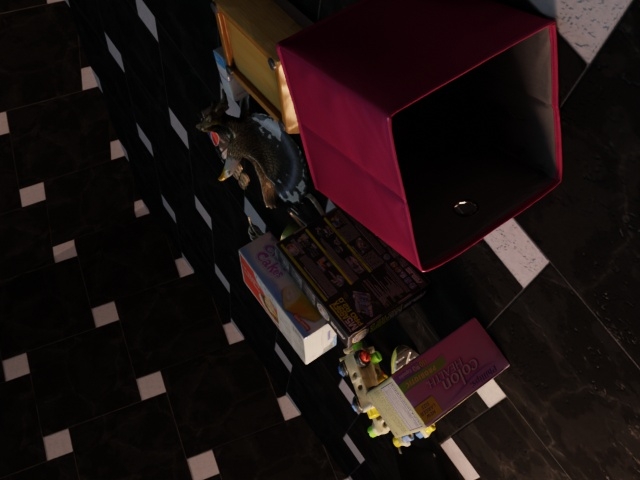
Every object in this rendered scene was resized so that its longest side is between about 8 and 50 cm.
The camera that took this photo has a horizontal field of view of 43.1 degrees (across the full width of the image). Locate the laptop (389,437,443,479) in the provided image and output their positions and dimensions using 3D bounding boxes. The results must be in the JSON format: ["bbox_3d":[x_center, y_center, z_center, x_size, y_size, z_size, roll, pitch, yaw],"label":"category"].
[{"bbox_3d":[0.268,0.687,2.148,0.234,0.137,0.264,-103,10,-48],"label":"laptop"}]

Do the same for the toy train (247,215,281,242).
[{"bbox_3d":[-0.178,0.009,2.521,0.248,0.105,0.143,66,175,-22],"label":"toy train"}]

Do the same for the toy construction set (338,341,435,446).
[{"bbox_3d":[0.154,0.385,2.141,0.215,0.151,0.327,12,-145,-49],"label":"toy construction set"}]

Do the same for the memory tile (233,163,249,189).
[{"bbox_3d":[-0.264,-0.228,2.479,0.148,0.012,0.113,58,163,4],"label":"memory tile"}]

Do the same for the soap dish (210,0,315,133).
[{"bbox_3d":[-0.095,-0.365,1.599,0.291,0.118,0.229,49,161,32],"label":"soap dish"}]

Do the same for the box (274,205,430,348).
[{"bbox_3d":[0.065,0.061,1.717,0.270,0.216,0.060,50,161,24],"label":"box"}]

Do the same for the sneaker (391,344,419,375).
[{"bbox_3d":[0.206,0.328,2.014,0.094,0.081,0.208,43,157,47],"label":"sneaker"}]

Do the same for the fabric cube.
[{"bbox_3d":[0.134,-0.164,1.078,0.258,0.254,0.259,40,156,45],"label":"fabric cube"}]

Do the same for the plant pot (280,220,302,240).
[{"bbox_3d":[-0.052,0.001,2.191,0.079,0.083,0.083,34,153,27],"label":"plant pot"}]

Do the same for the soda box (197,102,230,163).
[{"bbox_3d":[-0.288,-0.306,2.328,0.169,0.060,0.053,63,161,-15],"label":"soda box"}]

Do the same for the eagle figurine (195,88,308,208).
[{"bbox_3d":[-0.164,-0.222,1.999,0.298,0.225,0.226,32,-147,-14],"label":"eagle figurine"}]

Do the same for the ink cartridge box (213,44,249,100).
[{"bbox_3d":[-0.184,-0.393,1.846,0.052,0.088,0.122,45,158,37],"label":"ink cartridge box"}]

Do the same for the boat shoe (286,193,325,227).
[{"bbox_3d":[0.000,0.000,2.030,0.233,0.079,0.084,59,161,-6],"label":"boat shoe"}]

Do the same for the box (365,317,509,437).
[{"bbox_3d":[0.229,0.284,1.643,0.117,0.213,0.243,55,163,9],"label":"box"}]

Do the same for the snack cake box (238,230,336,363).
[{"bbox_3d":[-0.073,0.128,1.804,0.264,0.089,0.152,51,163,24],"label":"snack cake box"}]
